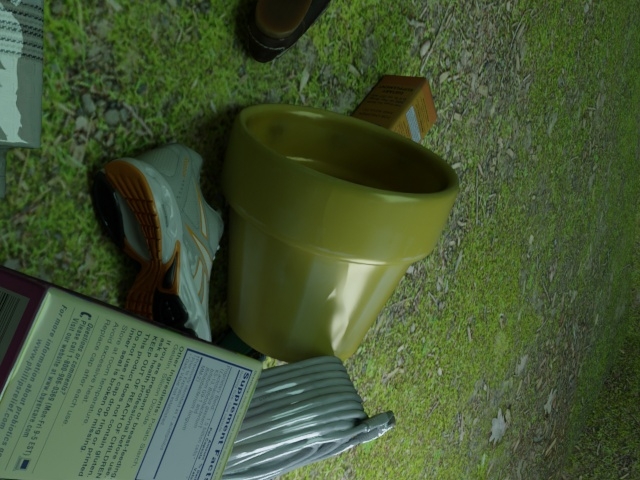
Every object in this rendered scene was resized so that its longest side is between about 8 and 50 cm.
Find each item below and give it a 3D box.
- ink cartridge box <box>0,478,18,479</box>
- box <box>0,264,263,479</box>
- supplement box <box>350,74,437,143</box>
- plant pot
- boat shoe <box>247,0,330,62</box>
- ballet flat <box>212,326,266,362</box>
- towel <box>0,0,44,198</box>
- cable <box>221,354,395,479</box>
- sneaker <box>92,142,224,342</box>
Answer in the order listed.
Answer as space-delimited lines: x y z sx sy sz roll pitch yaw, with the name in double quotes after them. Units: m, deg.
-0.253 0.314 0.706 0.208 0.087 0.153 44 66 -54 "ink cartridge box"
-0.207 0.095 0.580 0.243 0.214 0.117 36 72 -55 "box"
0.076 -0.135 1.050 0.233 0.078 0.080 -55 142 -30 "supplement box"
0.000 0.000 0.851 0.254 0.254 0.238 -18 131 -53 "plant pot"
-0.021 -0.290 0.864 0.207 0.073 0.073 -55 179 -25 "boat shoe"
-0.121 0.155 0.876 0.188 0.070 0.070 -31 126 -44 "ballet flat"
-0.313 -0.172 0.469 0.312 0.056 0.324 -6 107 -56 "towel"
-0.079 0.203 0.795 0.257 0.257 0.089 11 54 -52 "cable"
-0.137 0.023 0.774 0.121 0.099 0.262 -42 135 -48 "sneaker"
